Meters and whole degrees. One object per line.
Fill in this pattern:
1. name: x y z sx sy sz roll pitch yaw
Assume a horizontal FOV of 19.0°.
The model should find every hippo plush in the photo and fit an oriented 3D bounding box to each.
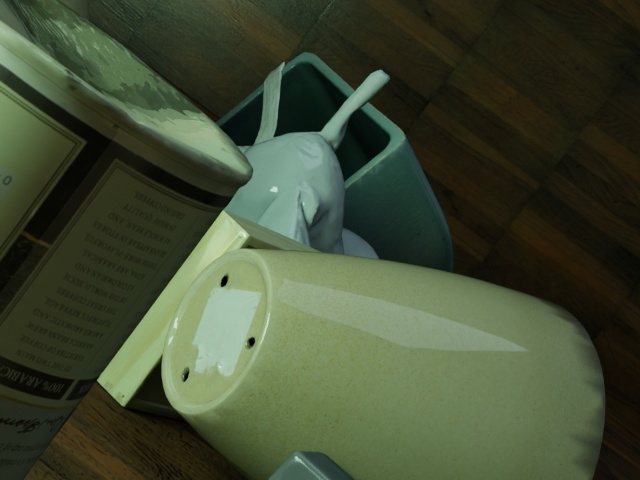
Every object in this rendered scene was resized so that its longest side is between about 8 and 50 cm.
1. hippo plush: -0.049 0.019 1.796 0.234 0.294 0.236 7 -30 29

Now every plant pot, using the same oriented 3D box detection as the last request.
1. plant pot: 0.027 0.113 1.431 0.274 0.256 0.256 27 12 -33
2. plant pot: 0.000 0.000 2.061 0.252 0.247 0.248 54 -4 -37

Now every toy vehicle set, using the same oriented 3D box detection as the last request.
1. toy vehicle set: -0.053 0.078 1.555 0.035 0.166 0.267 41 8 29

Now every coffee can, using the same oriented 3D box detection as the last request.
1. coffee can: -0.189 0.021 0.846 0.201 0.275 0.201 37 7 -5

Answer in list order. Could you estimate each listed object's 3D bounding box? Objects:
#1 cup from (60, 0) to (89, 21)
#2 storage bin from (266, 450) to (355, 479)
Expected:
1. cup: -0.313 -0.174 1.515 0.237 0.331 0.331 62 6 -5
2. storage bin: 0.000 0.208 1.288 0.135 0.091 0.098 39 8 21
